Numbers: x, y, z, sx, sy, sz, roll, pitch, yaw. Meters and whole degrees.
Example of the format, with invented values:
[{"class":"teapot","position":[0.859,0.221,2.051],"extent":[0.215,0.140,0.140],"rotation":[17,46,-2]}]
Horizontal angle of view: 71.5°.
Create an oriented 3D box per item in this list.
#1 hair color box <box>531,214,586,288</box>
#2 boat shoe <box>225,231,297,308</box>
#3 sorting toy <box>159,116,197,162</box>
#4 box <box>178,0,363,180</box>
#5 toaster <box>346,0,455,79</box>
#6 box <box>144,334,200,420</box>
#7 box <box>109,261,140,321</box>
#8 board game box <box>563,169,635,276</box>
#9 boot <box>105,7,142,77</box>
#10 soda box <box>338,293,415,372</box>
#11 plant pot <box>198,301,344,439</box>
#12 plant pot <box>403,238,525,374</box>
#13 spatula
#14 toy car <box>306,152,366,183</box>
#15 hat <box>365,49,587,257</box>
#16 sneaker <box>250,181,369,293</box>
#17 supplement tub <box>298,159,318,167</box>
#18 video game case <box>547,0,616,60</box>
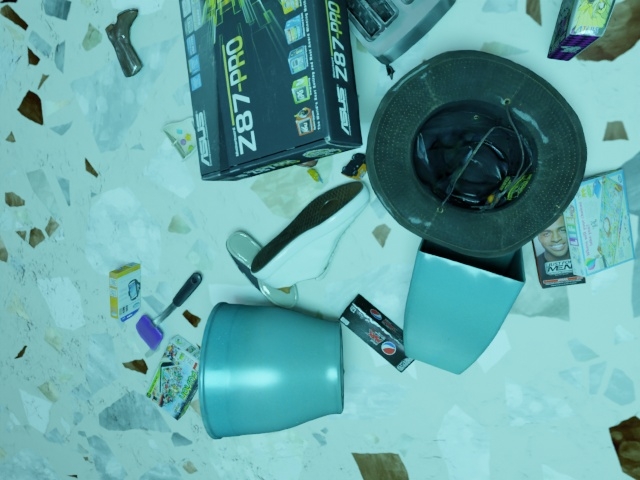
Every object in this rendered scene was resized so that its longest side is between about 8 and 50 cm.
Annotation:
[{"class":"hair color box","position":[0.409,0.008,0.774],"extent":[0.072,0.043,0.141],"rotation":[-12,100,22]},{"class":"boat shoe","position":[-0.130,0.068,0.980],"extent":[0.206,0.075,0.065],"rotation":[48,157,-4]},{"class":"sorting toy","position":[-0.286,-0.223,0.954],"extent":[0.075,0.045,0.083],"rotation":[-34,91,16]},{"class":"box","position":[-0.098,-0.318,0.746],"extent":[0.319,0.097,0.394],"rotation":[-5,92,42]},{"class":"toaster","position":[0.115,-0.397,0.728],"extent":[0.168,0.110,0.185],"rotation":[-38,90,25]},{"class":"box","position":[-0.366,0.354,1.141],"extent":[0.114,0.036,0.206],"rotation":[32,112,8]},{"class":"box","position":[-0.480,0.130,1.094],"extent":[0.028,0.081,0.136],"rotation":[14,108,15]},{"class":"board game box","position":[0.455,-0.029,0.729],"extent":[0.104,0.026,0.153],"rotation":[-16,100,-12]},{"class":"boot","position":[-0.400,-0.414,0.941],"extent":[0.107,0.037,0.114],"rotation":[-18,95,36]},{"class":"soda box","position":[0.122,0.189,0.914],"extent":[0.169,0.060,0.053],"rotation":[40,112,6]},{"class":"plant pot","position":[-0.080,0.257,0.908],"extent":[0.256,0.271,0.271],"rotation":[-3,104,4]},{"class":"plant pot","position":[0.239,0.108,0.803],"extent":[0.166,0.165,0.234],"rotation":[18,119,14]},{"class":"spatula","position":[-0.375,0.172,1.097],"extent":[0.084,0.030,0.296],"rotation":[47,114,4]},{"class":"toy car","position":[0.039,-0.140,0.876],"extent":[0.122,0.060,0.040],"rotation":[7,152,34]},{"class":"hat","position":[0.240,-0.138,0.736],"extent":[0.332,0.134,0.330],"rotation":[1,98,4]},{"class":"sneaker","position":[0.000,0.000,0.901],"extent":[0.290,0.105,0.123],"rotation":[-38,121,18]},{"class":"supplement tub","position":[-0.023,-0.242,0.821],"extent":[0.106,0.106,0.197],"rotation":[26,112,11]},{"class":"video game case","position":[0.361,-0.362,0.587],"extent":[0.042,0.232,0.210],"rotation":[14,109,17]}]
